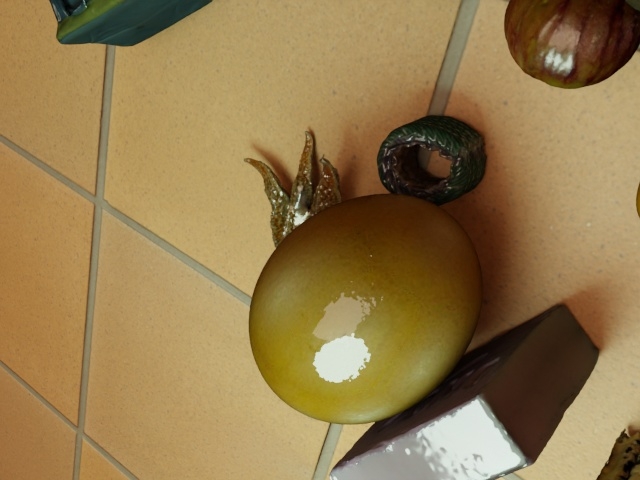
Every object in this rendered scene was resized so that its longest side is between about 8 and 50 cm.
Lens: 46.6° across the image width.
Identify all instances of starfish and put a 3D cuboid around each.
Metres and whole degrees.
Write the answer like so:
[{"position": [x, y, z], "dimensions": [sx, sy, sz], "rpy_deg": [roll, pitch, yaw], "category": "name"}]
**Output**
[{"position": [-0.012, -0.023, 1.183], "dimensions": [0.301, 0.084, 0.294], "rpy_deg": [6, 112, 40], "category": "starfish"}]

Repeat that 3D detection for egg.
[{"position": [0.057, 0.090, 0.992], "dimensions": [0.283, 0.282, 0.351], "rpy_deg": [49, 127, 12], "category": "egg"}]

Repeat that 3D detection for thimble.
[{"position": [0.151, -0.107, 1.019], "dimensions": [0.135, 0.090, 0.119], "rpy_deg": [14, 118, 30], "category": "thimble"}]

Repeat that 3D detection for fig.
[{"position": [0.294, -0.260, 0.819], "dimensions": [0.148, 0.149, 0.202], "rpy_deg": [41, 97, 18], "category": "fig"}]

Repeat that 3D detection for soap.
[{"position": [0.197, 0.233, 0.993], "dimensions": [0.296, 0.285, 0.107], "rpy_deg": [-39, 83, 39], "category": "soap"}]

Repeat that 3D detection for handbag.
[{"position": [-0.324, -0.453, 1.164], "dimensions": [0.263, 0.222, 0.241], "rpy_deg": [-13, 95, 39], "category": "handbag"}]

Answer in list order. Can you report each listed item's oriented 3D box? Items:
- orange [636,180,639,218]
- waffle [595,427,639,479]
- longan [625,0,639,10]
[{"position": [0.429, -0.047, 0.809], "dimensions": [0.156, 0.124, 0.156], "rpy_deg": [7, 99, 48], "category": "orange"}, {"position": [0.447, 0.409, 0.915], "dimensions": [0.091, 0.212, 0.308], "rpy_deg": [-24, 92, 39], "category": "waffle"}, {"position": [0.348, -0.354, 0.585], "dimensions": [0.391, 0.391, 0.391], "rpy_deg": [15, 116, 33], "category": "longan"}]
